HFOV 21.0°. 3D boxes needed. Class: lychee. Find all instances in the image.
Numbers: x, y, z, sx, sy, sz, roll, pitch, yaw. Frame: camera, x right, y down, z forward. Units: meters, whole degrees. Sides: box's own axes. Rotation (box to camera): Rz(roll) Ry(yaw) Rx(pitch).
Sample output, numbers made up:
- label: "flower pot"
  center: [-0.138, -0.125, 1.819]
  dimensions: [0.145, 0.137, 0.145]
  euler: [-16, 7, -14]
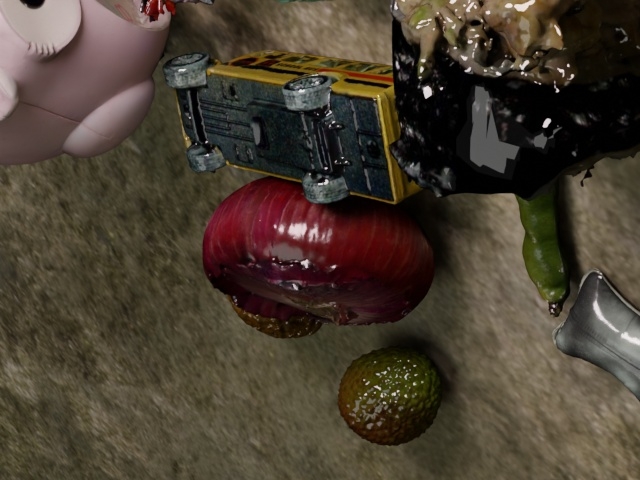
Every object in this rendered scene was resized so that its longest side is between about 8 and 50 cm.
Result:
- label: "lychee"
  center: [0.078, 0.177, 1.952]
  dimensions: [0.114, 0.114, 0.146]
  euler: [51, 138, -2]

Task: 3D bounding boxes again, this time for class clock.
- label: "clock"
  center: [-0.340, -0.226, 1.720]
  dimensions: [0.250, 0.376, 0.368]
  euler: [-39, 90, 17]

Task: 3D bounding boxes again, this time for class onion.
- label: "onion"
  center: [-0.003, 0.009, 1.791]
  dimensions: [0.248, 0.248, 0.161]
  euler: [-7, 84, 57]

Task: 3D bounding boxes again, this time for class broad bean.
- label: "broad bean"
  center: [0.196, -0.038, 1.592]
  dimensions: [0.052, 0.053, 0.256]
  euler: [0, 130, 21]

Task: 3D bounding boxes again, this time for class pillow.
- label: "pillow"
  center: [0.285, 0.096, 1.619]
  dimensions: [0.135, 0.055, 0.091]
  euler: [35, 146, 22]

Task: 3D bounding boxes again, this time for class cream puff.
- label: "cream puff"
  center: [-0.052, 0.053, 1.994]
  dimensions: [0.144, 0.103, 0.126]
  euler: [52, 151, -16]

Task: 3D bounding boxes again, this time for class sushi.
- label: "sushi"
  center: [0.153, -0.169, 1.313]
  dimensions: [0.238, 0.225, 0.219]
  euler: [22, 139, 36]

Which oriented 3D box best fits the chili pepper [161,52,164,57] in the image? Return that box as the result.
- label: "chili pepper"
  center: [-0.250, -0.212, 2.001]
  dimensions: [0.108, 0.062, 0.216]
  euler: [49, 153, 2]

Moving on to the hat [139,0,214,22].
- label: "hat"
  center: [-0.068, -0.277, 1.620]
  dimensions: [0.227, 0.140, 0.129]
  euler: [7, 159, 35]

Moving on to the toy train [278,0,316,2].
- label: "toy train"
  center: [0.012, -0.258, 1.519]
  dimensions: [0.172, 0.070, 0.099]
  euler: [-4, 123, 22]

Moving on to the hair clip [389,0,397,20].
- label: "hair clip"
  center: [0.103, -0.192, 1.481]
  dimensions: [0.049, 0.116, 0.172]
  euler: [-10, 151, 20]

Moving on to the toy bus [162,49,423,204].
- label: "toy bus"
  center: [-0.018, -0.122, 1.708]
  dimensions: [0.335, 0.123, 0.121]
  euler: [15, 125, 50]
